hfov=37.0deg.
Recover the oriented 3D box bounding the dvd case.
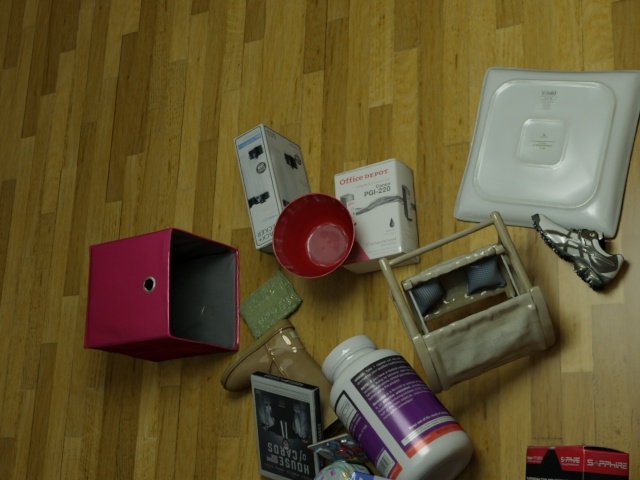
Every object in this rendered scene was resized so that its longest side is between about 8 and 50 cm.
[{"bbox_3d":[-0.067,0.407,2.029,0.179,0.029,0.239,7,107,39],"label":"dvd case"}]

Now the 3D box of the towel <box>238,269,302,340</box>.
[{"bbox_3d":[-0.117,0.152,2.208,0.148,0.027,0.110,-42,59,14],"label":"towel"}]

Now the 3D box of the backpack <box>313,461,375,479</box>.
[{"bbox_3d":[0.062,0.536,1.927,0.152,0.115,0.182,-30,61,24],"label":"backpack"}]

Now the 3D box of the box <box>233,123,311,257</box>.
[{"bbox_3d":[-0.094,-0.102,2.182,0.087,0.169,0.290,-26,65,24],"label":"box"}]

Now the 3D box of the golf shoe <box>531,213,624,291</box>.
[{"bbox_3d":[0.494,0.004,1.836,0.094,0.077,0.198,-46,67,9],"label":"golf shoe"}]

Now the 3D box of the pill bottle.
[{"bbox_3d":[0.141,0.343,1.893,0.181,0.181,0.323,-47,57,12],"label":"pill bottle"}]

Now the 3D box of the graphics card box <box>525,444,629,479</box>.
[{"bbox_3d":[0.428,0.540,1.628,0.094,0.233,0.371,9,76,-11],"label":"graphics card box"}]

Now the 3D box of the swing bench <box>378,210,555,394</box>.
[{"bbox_3d":[0.280,0.124,1.833,0.253,0.165,0.255,-23,61,0],"label":"swing bench"}]

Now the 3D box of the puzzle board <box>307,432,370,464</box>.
[{"bbox_3d":[0.048,0.435,1.959,0.096,0.128,0.011,-24,46,25],"label":"puzzle board"}]

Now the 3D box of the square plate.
[{"bbox_3d":[0.452,-0.193,1.932,0.347,0.049,0.344,9,81,34],"label":"square plate"}]

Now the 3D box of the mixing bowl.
[{"bbox_3d":[0.000,0.000,2.014,0.181,0.098,0.181,-5,75,19],"label":"mixing bowl"}]

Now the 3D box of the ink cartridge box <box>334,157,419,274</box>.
[{"bbox_3d":[0.121,-0.051,2.076,0.158,0.092,0.218,-14,68,29],"label":"ink cartridge box"}]

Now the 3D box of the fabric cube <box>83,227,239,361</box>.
[{"bbox_3d":[-0.367,0.133,2.233,0.258,0.259,0.254,-10,72,30],"label":"fabric cube"}]

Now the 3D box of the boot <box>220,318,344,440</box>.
[{"bbox_3d":[-0.080,0.340,2.094,0.236,0.089,0.269,-47,61,20],"label":"boot"}]

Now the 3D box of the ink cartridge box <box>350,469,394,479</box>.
[{"bbox_3d":[0.151,0.502,1.763,0.311,0.186,0.065,10,58,5],"label":"ink cartridge box"}]
